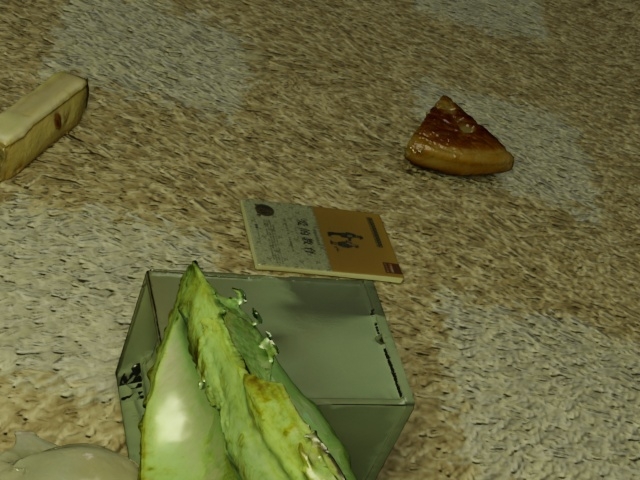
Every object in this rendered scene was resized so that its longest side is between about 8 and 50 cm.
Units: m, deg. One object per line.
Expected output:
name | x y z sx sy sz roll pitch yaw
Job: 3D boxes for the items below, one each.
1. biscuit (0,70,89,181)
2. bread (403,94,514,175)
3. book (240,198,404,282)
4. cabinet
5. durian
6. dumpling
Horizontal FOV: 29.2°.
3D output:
biscuit | -0.319 -0.132 1.361 0.052 0.056 0.188 25 36 6
bread | 0.188 -0.121 1.601 0.135 0.054 0.154 23 40 6
book | 0.000 0.000 1.378 0.172 0.012 0.118 6 38 -20
cabinet | -0.055 0.130 1.049 0.206 0.150 0.145 4 43 -22
durian | -0.014 0.147 0.781 0.163 0.198 0.394 4 18 -21
dumpling | -0.180 0.218 0.890 0.199 0.118 0.136 42 34 21
